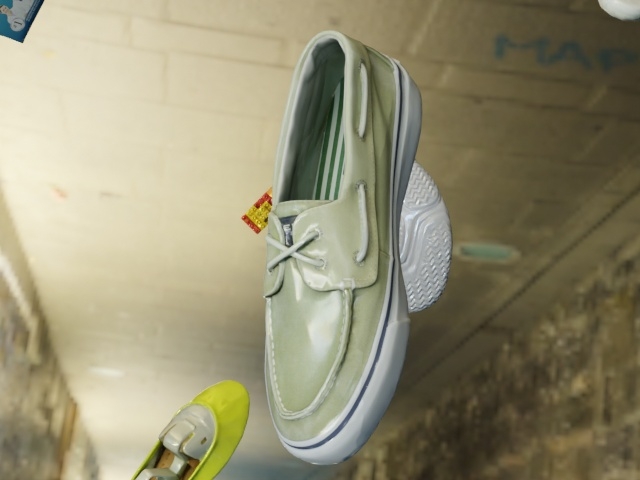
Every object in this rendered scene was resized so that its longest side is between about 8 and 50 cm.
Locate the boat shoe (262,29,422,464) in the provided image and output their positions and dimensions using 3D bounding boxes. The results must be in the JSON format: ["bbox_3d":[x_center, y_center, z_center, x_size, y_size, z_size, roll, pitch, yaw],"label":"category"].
[{"bbox_3d":[0.000,0.000,0.999,0.109,0.302,0.094,-10,154,37],"label":"boat shoe"}]

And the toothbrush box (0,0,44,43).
[{"bbox_3d":[-0.458,-0.357,1.592,0.295,0.126,0.216,16,-156,-37],"label":"toothbrush box"}]

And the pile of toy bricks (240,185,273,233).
[{"bbox_3d":[0.003,-0.075,1.858,0.118,0.212,0.105,44,177,-5],"label":"pile of toy bricks"}]

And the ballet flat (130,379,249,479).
[{"bbox_3d":[-0.156,0.240,1.525,0.077,0.231,0.077,30,170,31],"label":"ballet flat"}]

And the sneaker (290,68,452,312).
[{"bbox_3d":[0.045,-0.053,1.436,0.101,0.269,0.153,-23,176,-10],"label":"sneaker"}]

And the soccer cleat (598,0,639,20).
[{"bbox_3d":[0.293,-0.244,1.391,0.068,0.196,0.076,27,124,-2],"label":"soccer cleat"}]
